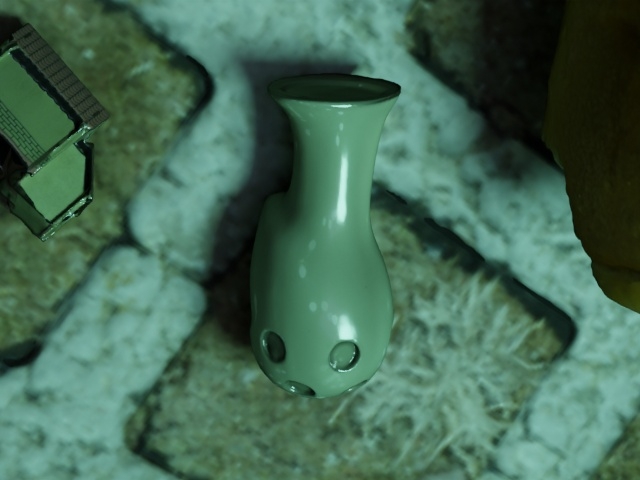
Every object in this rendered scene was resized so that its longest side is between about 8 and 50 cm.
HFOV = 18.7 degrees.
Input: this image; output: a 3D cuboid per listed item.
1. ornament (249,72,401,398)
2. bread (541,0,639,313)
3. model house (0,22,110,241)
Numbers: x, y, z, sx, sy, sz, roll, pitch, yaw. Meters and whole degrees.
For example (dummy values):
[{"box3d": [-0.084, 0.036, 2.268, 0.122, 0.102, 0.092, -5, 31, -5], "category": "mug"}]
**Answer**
[{"box3d": [0.000, 0.000, 0.958, 0.075, 0.081, 0.156, -17, 115, -51], "category": "ornament"}, {"box3d": [0.197, -0.130, 0.914, 0.148, 0.195, 0.344, 2, 103, -24], "category": "bread"}, {"box3d": [-0.132, -0.051, 0.913, 0.083, 0.057, 0.058, 47, 62, -5], "category": "model house"}]
